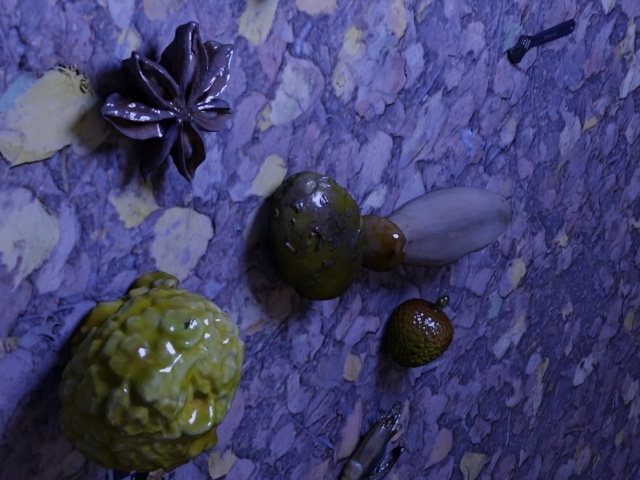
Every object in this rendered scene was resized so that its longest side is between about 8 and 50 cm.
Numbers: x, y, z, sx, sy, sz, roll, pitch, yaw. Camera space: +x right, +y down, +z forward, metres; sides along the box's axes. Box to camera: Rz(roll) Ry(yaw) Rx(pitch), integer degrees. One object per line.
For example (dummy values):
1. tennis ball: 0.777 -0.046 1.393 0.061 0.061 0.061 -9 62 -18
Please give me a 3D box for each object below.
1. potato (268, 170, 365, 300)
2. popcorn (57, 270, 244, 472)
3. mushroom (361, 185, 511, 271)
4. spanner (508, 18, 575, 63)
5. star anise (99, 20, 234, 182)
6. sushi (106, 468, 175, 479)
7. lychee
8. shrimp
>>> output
1. potato: 0.000 0.000 1.795 0.149 0.113 0.251 -47 140 -23
2. popcorn: -0.215 0.158 1.556 0.206 0.251 0.237 27 123 -33
3. mushroom: 0.180 -0.019 2.005 0.350 0.128 0.128 -14 120 -46
4. spanner: 0.391 -0.353 2.182 0.208 0.012 0.046 -27 131 -42
5. star anise: -0.172 -0.175 1.505 0.197 0.073 0.212 -49 145 -16
6. sushi: -0.246 0.358 1.757 0.139 0.031 0.201 -16 122 -47
7. lychee: 0.171 0.152 2.110 0.114 0.114 0.146 7 124 -54
8. shrimp: 0.101 0.383 2.214 0.217 0.051 0.150 -59 148 4
